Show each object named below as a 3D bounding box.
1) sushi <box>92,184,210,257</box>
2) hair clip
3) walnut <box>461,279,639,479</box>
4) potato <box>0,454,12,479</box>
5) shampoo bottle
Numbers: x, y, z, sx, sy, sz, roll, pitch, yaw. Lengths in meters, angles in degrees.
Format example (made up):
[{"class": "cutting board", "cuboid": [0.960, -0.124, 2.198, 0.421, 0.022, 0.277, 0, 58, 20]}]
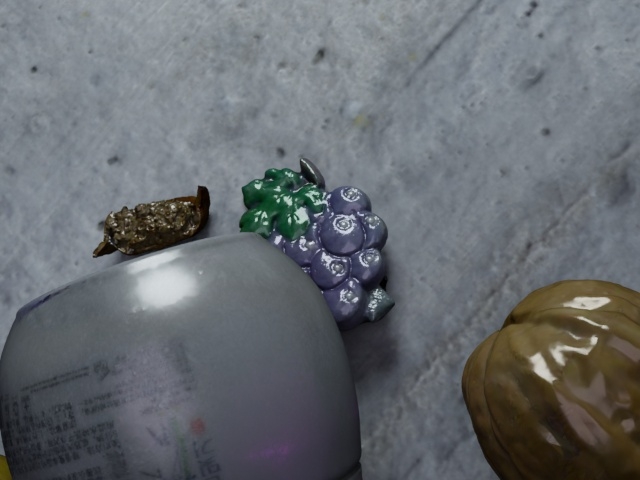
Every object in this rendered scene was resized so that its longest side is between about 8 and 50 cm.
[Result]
[{"class": "sushi", "cuboid": [-0.163, -0.015, 0.824, 0.120, 0.055, 0.052, -13, 84, 8]}, {"class": "hair clip", "cuboid": [0.000, 0.001, 0.805, 0.124, 0.052, 0.195, -42, 68, -10]}, {"class": "walnut", "cuboid": [0.223, 0.137, 0.668, 0.213, 0.213, 0.213, -2, 79, 9]}, {"class": "potato", "cuboid": [-0.403, 0.318, 0.746, 0.397, 0.290, 0.296, -10, 40, 44]}, {"class": "shampoo bottle", "cuboid": [-0.103, 0.148, 0.673, 0.273, 0.273, 0.266, -18, 86, 6]}]
